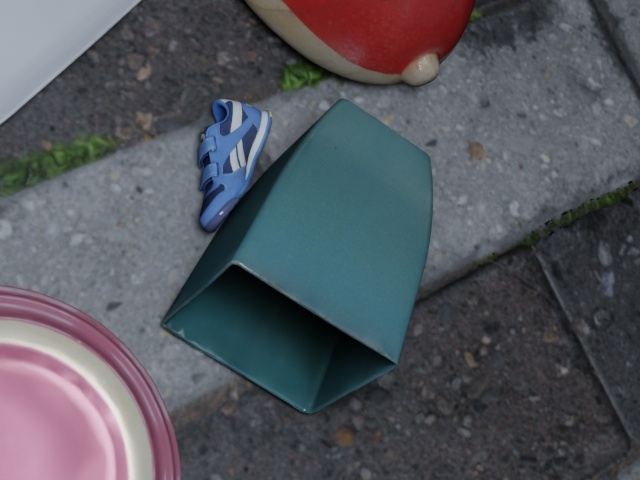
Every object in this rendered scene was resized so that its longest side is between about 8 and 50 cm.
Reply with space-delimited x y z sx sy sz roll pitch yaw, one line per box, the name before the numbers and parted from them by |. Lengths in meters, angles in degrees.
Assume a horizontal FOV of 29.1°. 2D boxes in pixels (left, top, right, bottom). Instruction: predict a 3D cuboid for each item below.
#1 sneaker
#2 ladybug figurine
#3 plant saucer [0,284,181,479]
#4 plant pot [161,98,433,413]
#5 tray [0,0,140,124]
sneaker | -0.093 -0.072 1.155 0.059 0.053 0.144 27 56 -17
ladybug figurine | 0.023 -0.368 1.238 0.305 0.162 0.449 -27 87 -30
plant saucer | -0.262 0.191 0.974 0.332 0.084 0.332 8 72 -24
plant pot | 0.000 0.000 1.117 0.165 0.166 0.234 33 57 -13
tray | -0.265 -0.228 1.134 0.145 0.030 0.270 45 61 -8
